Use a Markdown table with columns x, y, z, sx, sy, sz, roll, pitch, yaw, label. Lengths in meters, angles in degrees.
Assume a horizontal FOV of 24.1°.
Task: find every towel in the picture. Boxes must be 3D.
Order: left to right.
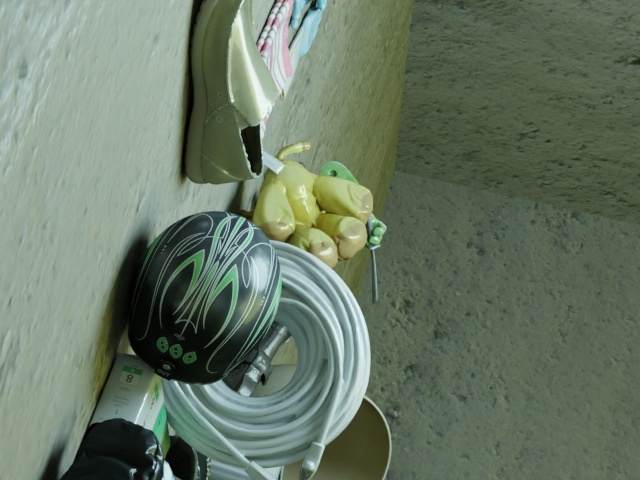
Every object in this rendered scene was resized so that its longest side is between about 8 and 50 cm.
| x | y | z | sx | sy | sz | roll | pitch | yaw | label |
| --- | --- | --- | --- | --- | --- | --- | --- | --- | --- |
| -0.071 | -0.220 | 2.017 | 0.144 | 0.029 | 0.197 | 94 | 11 | -48 | towel |

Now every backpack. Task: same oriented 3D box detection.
| x | y | z | sx | sy | sz | roll | pitch | yaw | label |
| --- | --- | --- | --- | --- | --- | --- | --- | --- | --- |
| -0.197 | 0.281 | 1.449 | 0.152 | 0.115 | 0.182 | -51 | 152 | -39 | backpack |

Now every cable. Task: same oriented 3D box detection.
| x | y | z | sx | sy | sz | roll | pitch | yaw | label |
| --- | --- | --- | --- | --- | --- | --- | --- | --- | --- |
| -0.070 | 0.132 | 1.718 | 0.257 | 0.257 | 0.089 | -56 | 175 | -9 | cable |

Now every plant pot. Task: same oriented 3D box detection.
| x | y | z | sx | sy | sz | roll | pitch | yaw | label |
| --- | --- | --- | --- | --- | --- | --- | --- | --- | --- |
| -0.060 | 0.298 | 2.280 | 0.191 | 0.284 | 0.284 | -133 | -132 | -54 | plant pot |

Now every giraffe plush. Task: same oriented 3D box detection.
| x | y | z | sx | sy | sz | roll | pitch | yaw | label |
| --- | --- | --- | --- | --- | --- | --- | --- | --- | --- |
| -0.050 | -0.016 | 2.078 | 0.181 | 0.210 | 0.170 | -33 | 161 | -39 | giraffe plush |

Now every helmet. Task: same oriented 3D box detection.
| x | y | z | sx | sy | sz | roll | pitch | yaw | label |
| --- | --- | --- | --- | --- | --- | --- | --- | --- | --- |
| -0.119 | 0.053 | 1.573 | 0.161 | 0.169 | 0.169 | -62 | -179 | 28 | helmet |

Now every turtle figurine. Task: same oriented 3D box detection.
| x | y | z | sx | sy | sz | roll | pitch | yaw | label |
| --- | --- | --- | --- | --- | --- | --- | --- | --- | --- |
| 0.000 | 0.000 | 2.305 | 0.266 | 0.198 | 0.274 | 84 | 16 | -75 | turtle figurine |

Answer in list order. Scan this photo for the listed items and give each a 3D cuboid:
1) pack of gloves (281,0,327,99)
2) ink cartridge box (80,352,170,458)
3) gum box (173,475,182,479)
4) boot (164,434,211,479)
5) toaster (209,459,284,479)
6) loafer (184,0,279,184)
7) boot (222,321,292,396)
| x | y | z | sx | sy | sz | roll | pitch | yaw | label |
| --- | --- | --- | --- | --- | --- | --- | --- | --- | --- |
| -0.004 | -0.351 | 2.260 | 0.232 | 0.046 | 0.195 | -69 | 169 | -47 | pack of gloves |
| -0.221 | 0.260 | 1.587 | 0.181 | 0.056 | 0.224 | 92 | 11 | -54 | ink cartridge box |
| -0.178 | 0.376 | 1.734 | 0.157 | 0.041 | 0.184 | 39 | 68 | -40 | gum box |
| -0.192 | 0.350 | 1.869 | 0.178 | 0.085 | 0.236 | 0 | 104 | -86 | boot |
| -0.136 | 0.354 | 2.065 | 0.129 | 0.146 | 0.227 | -63 | 165 | -61 | toaster |
| -0.091 | -0.178 | 1.654 | 0.102 | 0.092 | 0.268 | -68 | 169 | -53 | loafer |
| -0.113 | 0.164 | 2.155 | 0.229 | 0.091 | 0.263 | -56 | -171 | -23 | boot |
